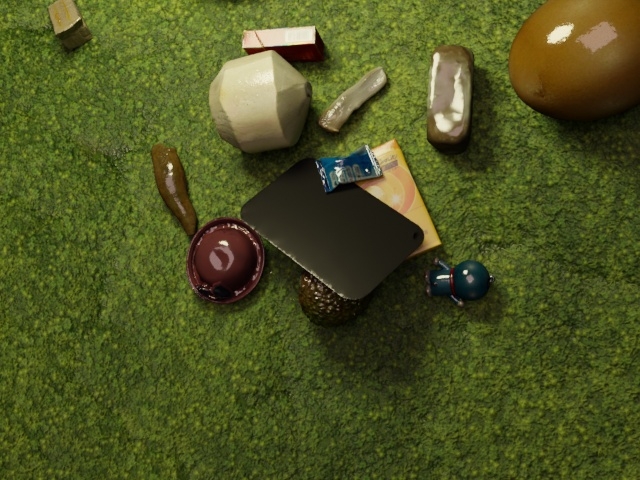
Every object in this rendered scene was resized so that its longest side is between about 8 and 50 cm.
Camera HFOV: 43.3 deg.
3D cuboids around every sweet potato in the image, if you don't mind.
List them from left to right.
[{"bbox_3d":[-0.348,-0.126,1.921,0.077,0.077,0.244,-23,76,7],"label":"sweet potato"}]

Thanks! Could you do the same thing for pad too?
[{"bbox_3d":[-0.001,0.000,1.758,0.315,0.063,0.375,-39,58,-24],"label":"pad"}]

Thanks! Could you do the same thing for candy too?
[{"bbox_3d":[0.063,-0.166,1.812,0.136,0.038,0.088,-18,65,-1],"label":"candy"},{"bbox_3d":[0.291,-0.316,1.800,0.102,0.104,0.234,5,81,12],"label":"candy"}]

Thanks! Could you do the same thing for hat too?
[{"bbox_3d":[-0.225,0.043,1.857,0.205,0.089,0.205,-2,81,12],"label":"hat"}]

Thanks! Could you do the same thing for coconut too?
[{"bbox_3d":[-0.125,-0.312,1.836,0.241,0.241,0.241,-2,80,12],"label":"coconut"}]

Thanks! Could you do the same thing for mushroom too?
[{"bbox_3d":[0.077,-0.328,1.881,0.202,0.054,0.059,-45,80,-4],"label":"mushroom"}]

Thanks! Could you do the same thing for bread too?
[{"bbox_3d":[-0.653,-0.573,2.048,0.077,0.105,0.152,-33,76,-2],"label":"bread"}]

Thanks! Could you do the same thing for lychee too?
[{"bbox_3d":[0.033,0.114,1.759,0.171,0.171,0.171,-2,80,12],"label":"lychee"}]

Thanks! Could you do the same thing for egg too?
[{"bbox_3d":[0.564,-0.391,1.662,0.351,0.282,0.282,-19,77,10],"label":"egg"}]

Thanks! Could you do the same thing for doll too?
[{"bbox_3d":[0.302,0.088,1.743,0.152,0.085,0.114,-7,93,22],"label":"doll"}]

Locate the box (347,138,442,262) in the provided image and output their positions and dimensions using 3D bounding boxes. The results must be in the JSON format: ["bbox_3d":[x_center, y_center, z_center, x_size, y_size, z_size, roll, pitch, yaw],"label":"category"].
[{"bbox_3d":[0.155,-0.081,1.821,0.152,0.043,0.269,-24,77,7],"label":"box"}]

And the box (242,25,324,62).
[{"bbox_3d":[-0.086,-0.459,1.902,0.175,0.112,0.048,-1,81,13],"label":"box"}]
